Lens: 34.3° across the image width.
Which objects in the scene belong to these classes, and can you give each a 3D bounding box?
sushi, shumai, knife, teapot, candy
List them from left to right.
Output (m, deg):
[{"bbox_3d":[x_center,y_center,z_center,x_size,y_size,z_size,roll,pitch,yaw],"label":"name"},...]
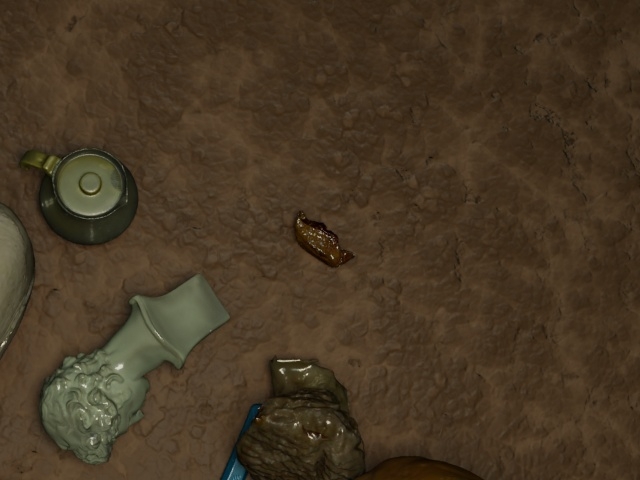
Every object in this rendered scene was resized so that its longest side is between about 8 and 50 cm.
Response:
[{"bbox_3d":[-0.457,0.075,1.229,0.185,0.295,0.296,30,73,-22],"label":"candy"},{"bbox_3d":[-0.321,-0.070,1.371,0.165,0.119,0.130,30,73,-6],"label":"teapot"},{"bbox_3d":[-0.129,0.358,1.384,0.044,0.026,0.297,26,71,-11],"label":"knife"},{"bbox_3d":[-0.013,0.236,1.366,0.166,0.206,0.176,10,54,6],"label":"shumai"},{"bbox_3d":[0.000,0.000,1.472,0.099,0.050,0.047,39,78,-10],"label":"sushi"}]

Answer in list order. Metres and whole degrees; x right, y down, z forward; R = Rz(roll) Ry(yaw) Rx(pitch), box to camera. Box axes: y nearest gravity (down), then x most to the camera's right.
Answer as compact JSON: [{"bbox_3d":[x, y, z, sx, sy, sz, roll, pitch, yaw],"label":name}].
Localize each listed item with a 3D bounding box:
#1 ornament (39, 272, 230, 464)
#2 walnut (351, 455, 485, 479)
[{"bbox_3d":[-0.244,0.152,1.346,0.130,0.120,0.285,41,71,-1],"label":"ornament"},{"bbox_3d":[0.111,0.453,1.258,0.354,0.307,0.398,-46,128,-21],"label":"walnut"}]
